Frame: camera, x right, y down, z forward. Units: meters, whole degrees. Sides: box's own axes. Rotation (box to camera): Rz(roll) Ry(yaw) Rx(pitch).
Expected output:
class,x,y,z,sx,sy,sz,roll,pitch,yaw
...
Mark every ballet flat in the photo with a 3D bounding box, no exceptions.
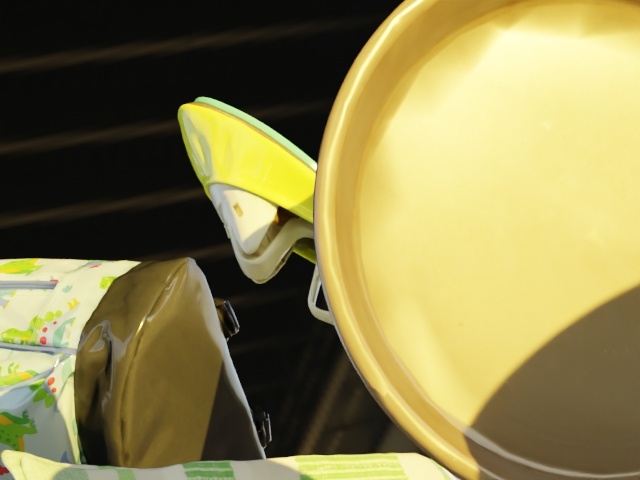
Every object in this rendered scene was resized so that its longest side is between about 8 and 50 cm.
class,x,y,z,sx,sy,sz,roll,pitch,yaw
ballet flat,0.000,0.000,1.080,0.077,0.231,0.077,-55,-17,-17

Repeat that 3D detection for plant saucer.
class,x,y,z,sx,sy,sz,roll,pitch,yaw
plant saucer,0.130,-0.006,0.898,0.277,0.278,0.041,-10,-9,-13

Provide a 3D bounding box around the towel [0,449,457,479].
class,x,y,z,sx,sy,sz,roll,pitch,yaw
towel,-0.014,0.191,1.206,0.324,0.248,0.038,5,-73,-28

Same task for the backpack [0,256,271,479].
class,x,y,z,sx,sy,sz,roll,pitch,yaw
backpack,-0.254,0.145,1.526,0.355,0.273,0.290,15,-44,32
